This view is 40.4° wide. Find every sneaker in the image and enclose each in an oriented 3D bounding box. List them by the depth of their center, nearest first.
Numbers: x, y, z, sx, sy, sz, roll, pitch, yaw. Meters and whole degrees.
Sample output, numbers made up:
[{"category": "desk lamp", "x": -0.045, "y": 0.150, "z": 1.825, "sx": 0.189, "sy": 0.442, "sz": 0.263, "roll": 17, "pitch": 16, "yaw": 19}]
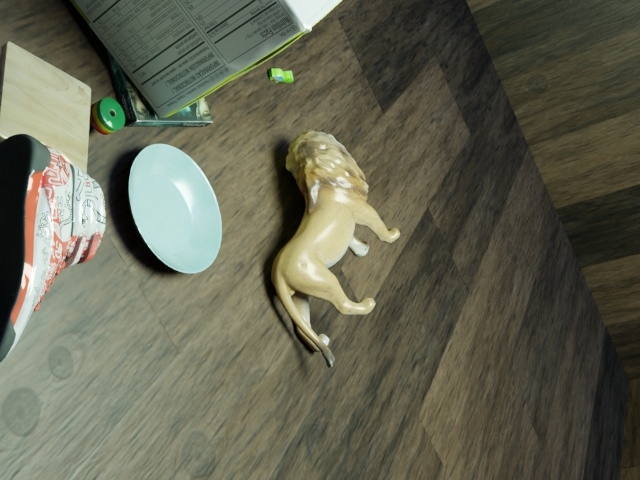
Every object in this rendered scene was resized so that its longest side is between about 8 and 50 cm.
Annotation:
[{"category": "sneaker", "x": -0.319, "y": 0.025, "z": 1.002, "sx": 0.145, "sy": 0.090, "sz": 0.270, "roll": 37, "pitch": 50, "yaw": -57}]

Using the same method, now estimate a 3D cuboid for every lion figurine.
[{"category": "lion figurine", "x": 0.000, "y": 0.000, "z": 1.504, "sx": 0.240, "sy": 0.142, "sz": 0.392, "roll": 44, "pitch": 44, "yaw": -28}]

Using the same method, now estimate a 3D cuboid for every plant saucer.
[{"category": "plant saucer", "x": -0.218, "y": -0.042, "z": 1.259, "sx": 0.195, "sy": 0.037, "sz": 0.195, "roll": 34, "pitch": 48, "yaw": -47}]

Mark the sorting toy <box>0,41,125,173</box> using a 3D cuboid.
[{"category": "sorting toy", "x": -0.359, "y": -0.159, "z": 1.078, "sx": 0.274, "sy": 0.046, "sz": 0.132, "roll": 28, "pitch": 52, "yaw": -51}]

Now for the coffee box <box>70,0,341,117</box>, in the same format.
[{"category": "coffee box", "x": -0.135, "y": -0.432, "z": 1.210, "sx": 0.334, "sy": 0.338, "sz": 0.338, "roll": 53, "pitch": 48, "yaw": -17}]

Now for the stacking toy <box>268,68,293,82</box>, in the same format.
[{"category": "stacking toy", "x": -0.120, "y": -0.400, "z": 1.601, "sx": 0.221, "sy": 0.052, "sz": 0.167, "roll": 21, "pitch": 57, "yaw": -54}]

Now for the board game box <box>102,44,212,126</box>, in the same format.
[{"category": "board game box", "x": -0.244, "y": -0.236, "z": 1.331, "sx": 0.186, "sy": 0.026, "sz": 0.126, "roll": -14, "pitch": 86, "yaw": -60}]
